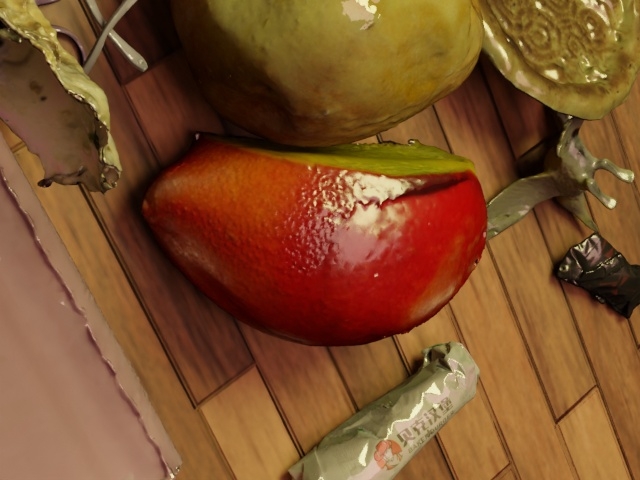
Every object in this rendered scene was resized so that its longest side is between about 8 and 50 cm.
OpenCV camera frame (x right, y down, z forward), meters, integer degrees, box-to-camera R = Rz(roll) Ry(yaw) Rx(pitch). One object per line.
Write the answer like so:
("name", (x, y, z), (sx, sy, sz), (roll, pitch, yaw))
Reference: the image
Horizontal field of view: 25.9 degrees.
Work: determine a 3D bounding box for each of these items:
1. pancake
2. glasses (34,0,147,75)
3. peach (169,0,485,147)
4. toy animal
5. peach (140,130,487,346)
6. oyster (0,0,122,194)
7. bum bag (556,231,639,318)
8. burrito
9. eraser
("pancake", (0.192, -0.204, 1.172), (0.235, 0.029, 0.211), (8, 68, -33))
("glasses", (-0.161, -0.147, 0.923), (0.063, 0.104, 0.139), (-10, 107, -36))
("peach", (0.012, -0.162, 0.997), (0.235, 0.214, 0.214), (28, 80, -51))
("toy animal", (0.224, -0.048, 1.226), (0.155, 0.095, 0.219), (44, 72, -28))
("peach", (0.006, 0.001, 1.037), (0.267, 0.154, 0.158), (1, 98, -37))
("oyster", (-0.196, -0.121, 0.897), (0.209, 0.133, 0.072), (40, 60, 0))
("bum bag", (0.270, 0.033, 1.306), (0.124, 0.034, 0.058), (29, 106, -41))
("burrito", (0.057, 0.157, 1.156), (0.203, 0.064, 0.064), (-39, 118, -24))
("eraser", (-0.279, 0.073, 0.865), (0.272, 0.122, 0.359), (-37, 116, -24))
